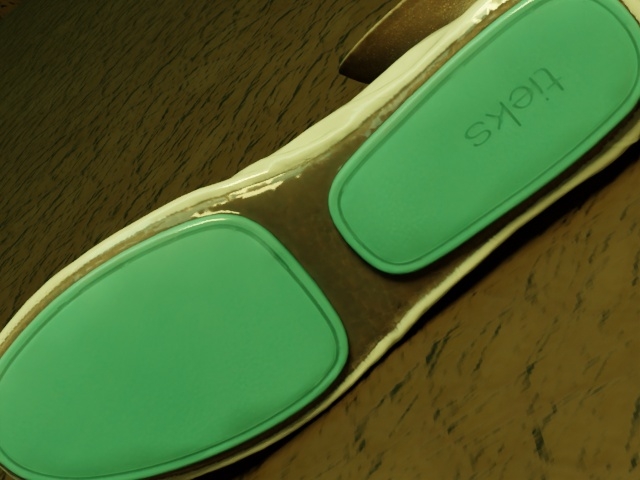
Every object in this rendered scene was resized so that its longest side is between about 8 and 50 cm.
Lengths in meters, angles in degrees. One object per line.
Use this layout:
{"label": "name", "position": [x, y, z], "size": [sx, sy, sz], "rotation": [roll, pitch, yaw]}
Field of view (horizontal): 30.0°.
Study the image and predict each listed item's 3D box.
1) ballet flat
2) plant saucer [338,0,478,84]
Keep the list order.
{"label": "ballet flat", "position": [0.000, 0.000, 0.635], "size": [0.400, 0.139, 0.139], "rotation": [-36, 27, 9]}
{"label": "plant saucer", "position": [0.100, -0.147, 0.712], "size": [0.199, 0.036, 0.198], "rotation": [-37, 0, 0]}
